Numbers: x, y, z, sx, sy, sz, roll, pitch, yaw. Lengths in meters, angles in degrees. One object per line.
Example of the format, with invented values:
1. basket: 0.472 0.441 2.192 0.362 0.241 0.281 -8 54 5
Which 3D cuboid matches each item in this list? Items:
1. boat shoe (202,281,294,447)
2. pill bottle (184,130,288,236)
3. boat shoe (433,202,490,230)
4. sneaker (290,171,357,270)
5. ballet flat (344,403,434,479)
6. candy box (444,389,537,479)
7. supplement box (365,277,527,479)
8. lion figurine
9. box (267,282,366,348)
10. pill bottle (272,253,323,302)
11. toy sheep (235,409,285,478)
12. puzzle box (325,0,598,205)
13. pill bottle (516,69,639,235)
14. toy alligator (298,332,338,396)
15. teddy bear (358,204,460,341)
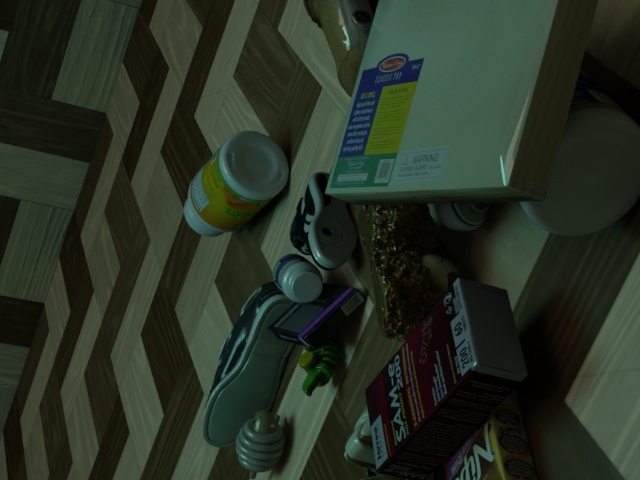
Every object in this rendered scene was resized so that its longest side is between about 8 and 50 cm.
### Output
1. boat shoe: -0.122 0.214 2.201 0.302 0.114 0.091 -59 28 11
2. pill bottle: -0.169 -0.097 2.419 0.246 0.136 0.136 -40 43 55
3. boat shoe: 0.200 -0.164 1.652 0.094 0.109 0.302 -5 80 46
4. sneaker: 0.000 0.000 2.076 0.217 0.079 0.121 -92 23 -49
5. ballet flat: 0.089 0.304 1.658 0.123 0.123 0.348 -58 30 38
6. candy box: 0.197 0.253 1.519 0.109 0.053 0.186 -55 33 40
7. supplement box: 0.144 0.170 1.528 0.239 0.073 0.130 -56 30 40
8. lion figurine: 0.055 -0.336 2.036 0.240 0.142 0.392 118 149 -56
9. box: -0.008 0.116 2.007 0.116 0.029 0.162 -42 18 -16
10. pill bottle: -0.033 0.062 2.031 0.120 0.067 0.067 -144 69 -74
11. toy sheep: -0.100 0.338 2.112 0.091 0.091 0.132 -124 37 -59
12. puzzle box: 0.150 -0.176 1.456 0.409 0.052 0.272 3 76 64
13. pill bottle: 0.253 -0.130 1.460 0.153 0.153 0.264 -67 25 24
14. toy alligator: 0.006 0.167 2.005 0.051 0.056 0.189 -19 35 23
15. teddy bear: 0.111 -0.032 1.716 0.338 0.113 0.245 -102 6 -45
